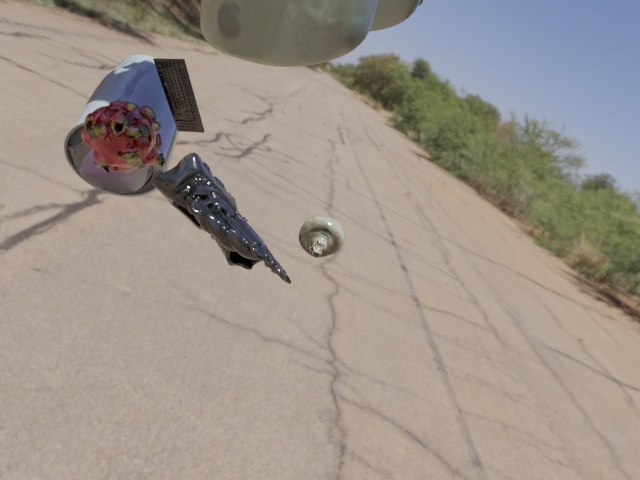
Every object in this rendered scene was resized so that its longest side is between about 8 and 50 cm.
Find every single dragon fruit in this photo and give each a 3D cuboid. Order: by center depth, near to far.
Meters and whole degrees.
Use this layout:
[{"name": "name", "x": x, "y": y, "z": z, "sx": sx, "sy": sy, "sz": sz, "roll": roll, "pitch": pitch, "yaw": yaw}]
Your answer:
[{"name": "dragon fruit", "x": -0.397, "y": -0.210, "z": 1.139, "sx": 0.166, "sy": 0.160, "sz": 0.172, "roll": 23, "pitch": 3, "yaw": -10}]

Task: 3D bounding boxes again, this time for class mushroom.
[{"name": "mushroom", "x": 0.000, "y": 0.000, "z": 0.994, "sx": 0.085, "sy": 0.085, "sz": 0.079, "roll": 27, "pitch": 31, "yaw": -4}]

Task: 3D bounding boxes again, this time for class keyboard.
[{"name": "keyboard", "x": -0.286, "y": -0.292, "z": 1.140, "sx": 0.063, "sy": 0.198, "sz": 0.010, "roll": 2, "pitch": 57, "yaw": 3}]

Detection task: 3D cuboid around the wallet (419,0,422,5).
[{"name": "wallet", "x": 0.251, "y": -0.756, "z": 1.472, "sx": 0.176, "sy": 0.251, "sz": 0.075, "roll": 28, "pitch": -10, "yaw": 16}]

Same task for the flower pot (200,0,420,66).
[{"name": "flower pot", "x": -0.081, "y": -0.270, "z": 0.444, "sx": 0.367, "sy": 0.165, "sz": 0.254, "roll": 33, "pitch": 40, "yaw": 16}]

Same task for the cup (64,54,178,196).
[{"name": "cup", "x": -0.509, "y": -0.319, "z": 1.502, "sx": 0.253, "sy": 0.253, "sz": 0.372, "roll": 22, "pitch": 46, "yaw": -21}]

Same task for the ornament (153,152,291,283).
[{"name": "ornament", "x": -0.171, "y": -0.015, "z": 1.058, "sx": 0.260, "sy": 0.106, "sz": 0.251, "roll": 47, "pitch": -4, "yaw": 30}]
